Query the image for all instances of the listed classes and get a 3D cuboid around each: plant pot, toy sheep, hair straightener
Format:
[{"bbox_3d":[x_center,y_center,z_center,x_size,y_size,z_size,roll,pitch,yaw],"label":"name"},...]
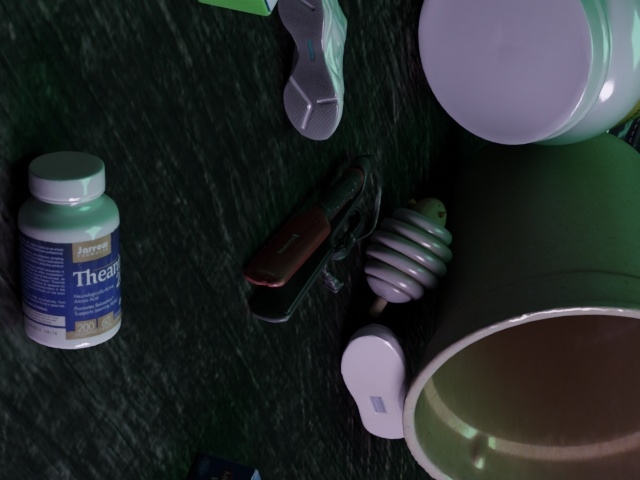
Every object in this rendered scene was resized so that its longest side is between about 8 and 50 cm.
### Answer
[{"bbox_3d":[0.249,0.061,1.755,0.334,0.334,0.305,76,11,-46],"label":"plant pot"},{"bbox_3d":[0.084,0.017,1.672,0.132,0.091,0.091,-65,155,-8],"label":"toy sheep"},{"bbox_3d":[0.000,0.000,1.540,0.230,0.047,0.089,-56,150,-46],"label":"hair straightener"}]

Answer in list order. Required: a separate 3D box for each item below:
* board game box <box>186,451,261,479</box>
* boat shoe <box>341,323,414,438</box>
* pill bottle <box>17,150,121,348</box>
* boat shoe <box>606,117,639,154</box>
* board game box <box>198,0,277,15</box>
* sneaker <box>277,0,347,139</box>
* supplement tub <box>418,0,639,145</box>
[{"bbox_3d":[-0.087,0.310,1.484,0.194,0.060,0.194,-66,153,-21],"label":"board game box"},{"bbox_3d":[0.066,0.129,1.721,0.184,0.066,0.063,68,29,-50],"label":"boat shoe"},{"bbox_3d":[-0.166,0.005,1.139,0.067,0.067,0.120,-39,137,-54],"label":"pill bottle"},{"bbox_3d":[0.387,0.027,2.253,0.187,0.156,0.500,34,71,-63],"label":"boat shoe"},{"bbox_3d":[-0.055,-0.350,1.192,0.242,0.064,0.316,-64,153,-25],"label":"board game box"},{"bbox_3d":[0.002,-0.156,1.435,0.061,0.054,0.152,-48,143,-51],"label":"sneaker"},{"bbox_3d":[0.264,-0.222,1.727,0.316,0.228,0.228,-22,123,-48],"label":"supplement tub"}]
